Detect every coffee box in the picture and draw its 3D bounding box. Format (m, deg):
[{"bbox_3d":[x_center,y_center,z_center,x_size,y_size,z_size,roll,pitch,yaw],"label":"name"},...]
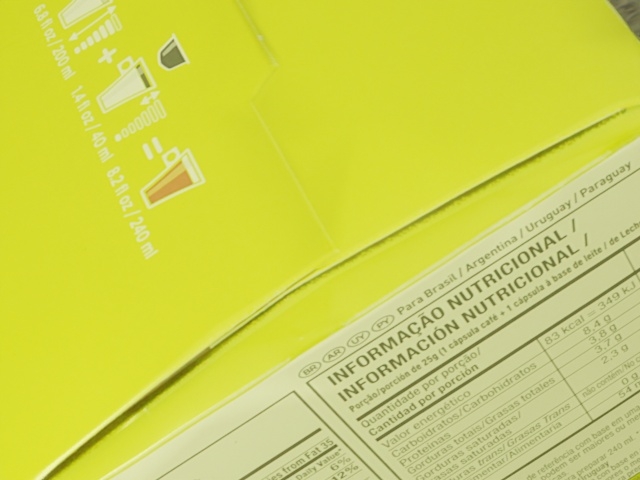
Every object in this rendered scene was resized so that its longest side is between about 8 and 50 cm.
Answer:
[{"bbox_3d":[0.000,0.000,0.824,0.338,0.334,0.337,-33,52,6],"label":"coffee box"}]
